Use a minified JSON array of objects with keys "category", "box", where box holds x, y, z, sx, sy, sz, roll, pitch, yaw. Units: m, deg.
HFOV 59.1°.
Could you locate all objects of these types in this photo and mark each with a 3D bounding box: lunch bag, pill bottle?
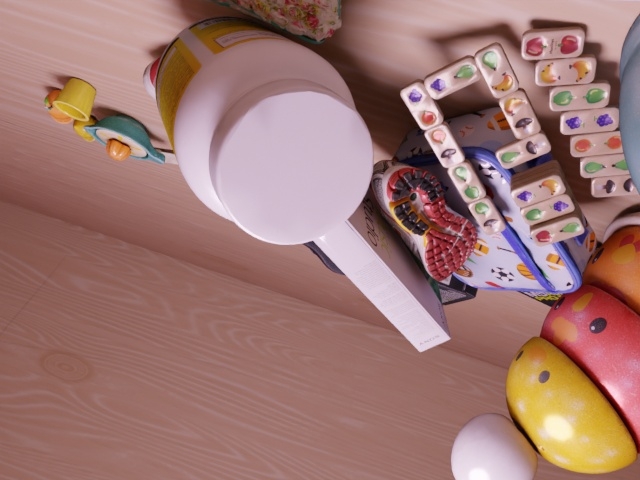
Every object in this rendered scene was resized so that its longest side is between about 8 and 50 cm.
[{"category":"lunch bag","box":[0.242,-0.048,0.812,0.303,0.115,0.243,46,157,-25]},{"category":"pill bottle","box":[-0.073,-0.130,0.617,0.187,0.188,0.334,28,-166,-30]}]

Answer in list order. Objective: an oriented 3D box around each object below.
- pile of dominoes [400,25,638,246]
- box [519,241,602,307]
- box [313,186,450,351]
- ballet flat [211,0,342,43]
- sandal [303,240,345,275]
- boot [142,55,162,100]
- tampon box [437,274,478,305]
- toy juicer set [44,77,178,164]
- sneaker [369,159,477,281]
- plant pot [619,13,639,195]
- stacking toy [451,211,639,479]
[{"category":"pile of dominoes","box":[0.231,-0.102,0.629,0.195,0.040,0.251,-21,122,31]},{"category":"box","box":[0.516,0.081,1.144,0.216,0.060,0.270,23,164,-17]},{"category":"box","box":[0.073,-0.019,0.805,0.058,0.232,0.322,-27,128,21]},{"category":"ballet flat","box":[-0.086,-0.284,0.591,0.240,0.091,0.077,17,135,-7]},{"category":"sandal","box":[0.000,-0.001,1.451,0.254,0.097,0.054,37,171,-24]},{"category":"boot","box":[-0.137,-0.207,0.883,0.176,0.089,0.244,0,152,48]},{"category":"tampon box","box":[0.281,0.068,1.266,0.101,0.121,0.161,20,165,-6]},{"category":"toy juicer set","box":[-0.446,-0.214,1.224,0.209,0.090,0.329,4,160,43]},{"category":"sneaker","box":[0.139,-0.031,0.762,0.225,0.088,0.093,52,175,-40]},{"category":"plant pot","box":[0.398,-0.074,0.477,0.292,0.197,0.293,18,166,5]},{"category":"stacking toy","box":[0.398,0.218,0.821,0.351,0.479,0.350,54,177,5]}]
